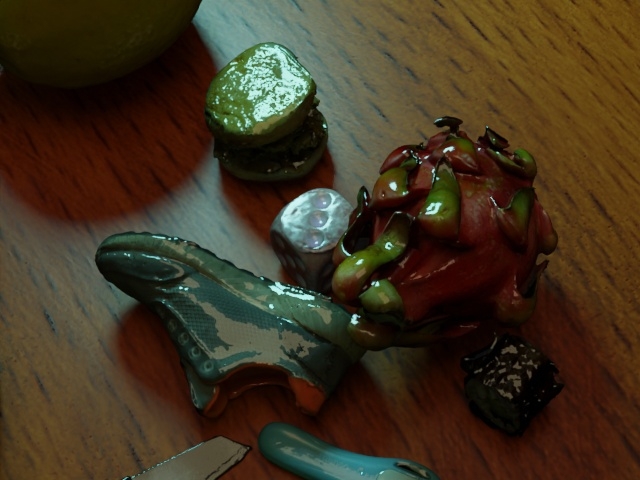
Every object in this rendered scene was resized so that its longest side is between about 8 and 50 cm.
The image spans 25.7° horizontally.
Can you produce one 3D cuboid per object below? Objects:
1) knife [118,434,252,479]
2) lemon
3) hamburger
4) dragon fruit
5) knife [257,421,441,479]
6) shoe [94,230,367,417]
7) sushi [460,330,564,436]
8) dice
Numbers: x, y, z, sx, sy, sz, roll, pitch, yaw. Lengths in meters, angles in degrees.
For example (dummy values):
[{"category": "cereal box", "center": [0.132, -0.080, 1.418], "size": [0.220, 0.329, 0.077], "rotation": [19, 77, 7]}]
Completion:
[{"category": "knife", "center": [-0.181, 0.275, 1.561], "size": [0.230, 0.028, 0.060], "rotation": [-24, 72, -15]}, {"category": "lemon", "center": [-0.305, -0.360, 1.783], "size": [0.347, 0.348, 0.348], "rotation": [-1, 58, 2]}, {"category": "hamburger", "center": [-0.073, -0.156, 1.764], "size": [0.159, 0.131, 0.185], "rotation": [-35, 56, -8]}, {"category": "dragon fruit", "center": [0.126, 0.003, 1.568], "size": [0.307, 0.227, 0.243], "rotation": [1, 51, -30]}, {"category": "knife", "center": [0.032, 0.253, 1.558], "size": [0.222, 0.031, 0.064], "rotation": [18, 64, 17]}, {"category": "shoe", "center": [-0.123, 0.116, 1.605], "size": [0.336, 0.132, 0.171], "rotation": [20, 70, 11]}, {"category": "sushi", "center": [0.211, 0.160, 1.570], "size": [0.084, 0.094, 0.098], "rotation": [-40, 68, -21]}, {"category": "dice", "center": [0.000, 0.000, 1.678], "size": [0.093, 0.094, 0.091], "rotation": [-35, 64, -16]}]
